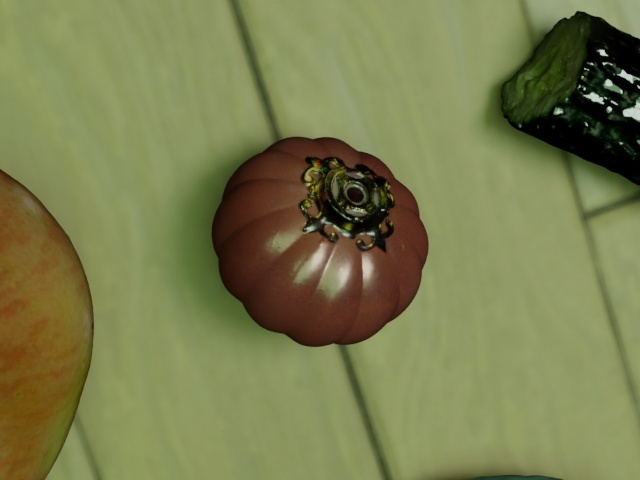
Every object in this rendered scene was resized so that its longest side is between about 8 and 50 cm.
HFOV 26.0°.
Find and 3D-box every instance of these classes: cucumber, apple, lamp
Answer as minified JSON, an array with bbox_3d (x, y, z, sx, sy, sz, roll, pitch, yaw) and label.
[{"bbox_3d":[0.237,-0.027,0.720,0.300,0.072,0.072,26,91,-10],"label":"cucumber"},{"bbox_3d":[-0.204,0.047,0.617,0.209,0.164,0.209,-1,97,-6],"label":"apple"},{"bbox_3d":[0.000,0.000,0.677,0.108,0.092,0.107,11,58,-17],"label":"lamp"}]

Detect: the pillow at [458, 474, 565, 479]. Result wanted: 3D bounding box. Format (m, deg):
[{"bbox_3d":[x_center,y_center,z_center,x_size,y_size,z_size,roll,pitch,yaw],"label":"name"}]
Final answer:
[{"bbox_3d":[0.100,0.237,0.718,0.214,0.086,0.233,-21,96,-1],"label":"pillow"}]
